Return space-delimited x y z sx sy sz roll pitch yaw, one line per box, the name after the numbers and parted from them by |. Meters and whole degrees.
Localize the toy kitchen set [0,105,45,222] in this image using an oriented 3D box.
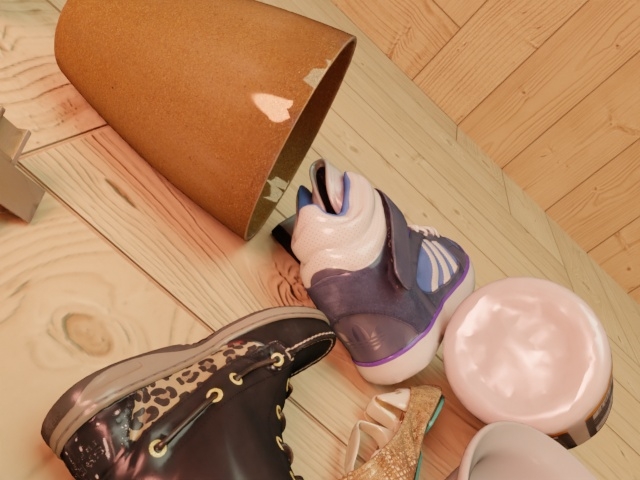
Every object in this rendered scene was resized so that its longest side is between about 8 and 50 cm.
-0.264 -0.050 0.391 0.068 0.075 0.083 70 31 -64 | toy kitchen set

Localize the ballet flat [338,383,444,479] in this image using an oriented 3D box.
0.068 0.182 0.489 0.067 0.073 0.206 35 23 10 | ballet flat

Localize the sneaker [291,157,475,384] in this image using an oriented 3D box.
0.078 -0.008 0.630 0.236 0.130 0.323 63 32 -11 | sneaker

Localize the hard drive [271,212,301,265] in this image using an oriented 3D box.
0.000 0.000 0.681 0.094 0.022 0.135 47 28 2 | hard drive

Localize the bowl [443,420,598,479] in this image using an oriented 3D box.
0.161 0.302 0.382 0.298 0.134 0.298 34 30 -22 | bowl

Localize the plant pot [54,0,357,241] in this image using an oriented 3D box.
-0.130 -0.161 0.543 0.254 0.237 0.237 28 29 -1 | plant pot

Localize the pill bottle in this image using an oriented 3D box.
0.256 0.161 0.613 0.278 0.162 0.162 42 20 -53 | pill bottle

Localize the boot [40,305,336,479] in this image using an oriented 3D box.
-0.035 0.144 0.350 0.236 0.085 0.178 -10 49 -50 | boot
